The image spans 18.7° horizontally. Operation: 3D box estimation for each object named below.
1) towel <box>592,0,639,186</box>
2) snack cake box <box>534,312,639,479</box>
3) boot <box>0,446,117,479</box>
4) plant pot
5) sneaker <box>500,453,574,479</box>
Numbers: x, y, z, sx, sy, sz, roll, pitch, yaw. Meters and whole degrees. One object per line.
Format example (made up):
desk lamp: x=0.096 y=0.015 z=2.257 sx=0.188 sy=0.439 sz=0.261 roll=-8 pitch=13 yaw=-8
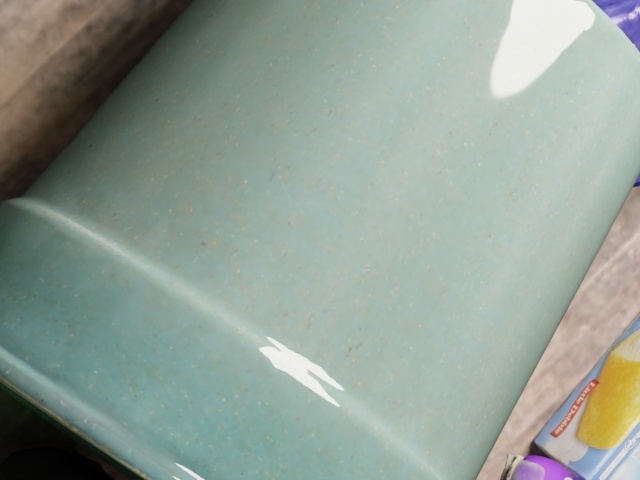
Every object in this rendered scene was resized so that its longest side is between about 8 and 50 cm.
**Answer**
towel: x=0.231 y=-0.208 z=1.236 sx=0.228 sy=0.076 sz=0.308 roll=-21 pitch=108 yaw=-22
snack cake box: x=0.291 y=0.091 z=1.310 sx=0.152 sy=0.089 sz=0.264 roll=41 pitch=87 yaw=-22
boot: x=-0.115 y=0.182 z=1.061 sx=0.094 sy=0.207 sz=0.246 roll=-62 pitch=153 yaw=-6
plant pot: x=0.000 y=0.000 z=1.075 sx=0.341 sy=0.341 sz=0.334 roll=39 pitch=80 yaw=-23
sneaker: x=0.205 y=0.233 z=1.245 sx=0.146 sy=0.102 sz=0.293 roll=-5 pitch=136 yaw=24
